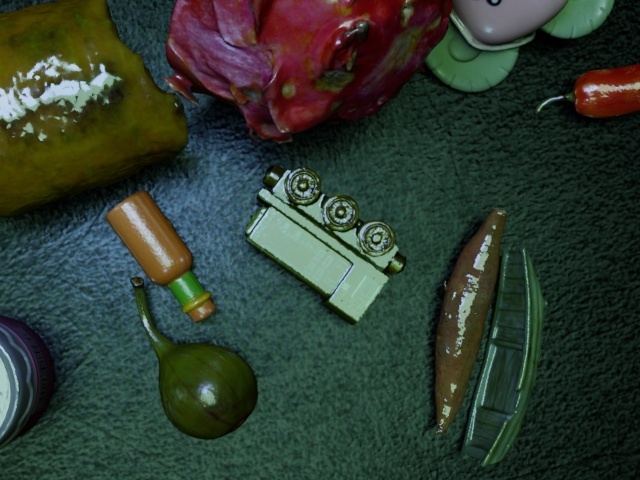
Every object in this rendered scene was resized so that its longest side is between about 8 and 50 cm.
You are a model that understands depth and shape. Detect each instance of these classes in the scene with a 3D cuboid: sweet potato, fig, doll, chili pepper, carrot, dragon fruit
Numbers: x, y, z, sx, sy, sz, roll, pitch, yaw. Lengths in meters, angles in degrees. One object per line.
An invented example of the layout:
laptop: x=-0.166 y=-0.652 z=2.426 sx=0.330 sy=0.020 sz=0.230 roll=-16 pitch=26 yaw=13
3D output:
sweet potato: x=0.189 y=0.106 z=1.201 sx=0.072 sy=0.066 sz=0.314 roll=17 pitch=87 yaw=4
fig: x=-0.181 y=0.150 z=1.141 sx=0.124 sy=0.124 sz=0.236 roll=-41 pitch=84 yaw=-7
doll: x=0.241 y=-0.362 z=1.202 sx=0.284 sy=0.216 sz=0.268 roll=-27 pitch=113 yaw=10
chili pepper: x=0.433 y=-0.212 z=1.226 sx=0.272 sy=0.063 sz=0.071 roll=-12 pitch=99 yaw=13
carrot: x=-0.349 y=-0.161 z=1.088 sx=0.341 sy=0.241 sz=0.241 roll=-17 pitch=87 yaw=-8
dragon fruit: x=0.008 y=-0.270 z=1.059 sx=0.249 sy=0.371 sz=0.386 roll=44 pitch=101 yaw=9

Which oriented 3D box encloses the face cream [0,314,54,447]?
face cream: x=-0.426 y=0.175 z=1.076 sx=0.175 sy=0.195 sz=0.175 roll=1 pitch=85 yaw=-6

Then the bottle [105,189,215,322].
bottle: x=-0.205 y=0.026 z=1.172 sx=0.069 sy=0.069 sz=0.187 roll=-34 pitch=92 yaw=-7

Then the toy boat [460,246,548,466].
toy boat: x=0.252 y=0.156 z=1.190 sx=0.055 sy=0.093 sz=0.292 roll=15 pitch=84 yaw=-22

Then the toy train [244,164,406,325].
toy train: x=0.000 y=0.000 z=1.181 sx=0.225 sy=0.090 sz=0.137 roll=35 pitch=87 yaw=-1
